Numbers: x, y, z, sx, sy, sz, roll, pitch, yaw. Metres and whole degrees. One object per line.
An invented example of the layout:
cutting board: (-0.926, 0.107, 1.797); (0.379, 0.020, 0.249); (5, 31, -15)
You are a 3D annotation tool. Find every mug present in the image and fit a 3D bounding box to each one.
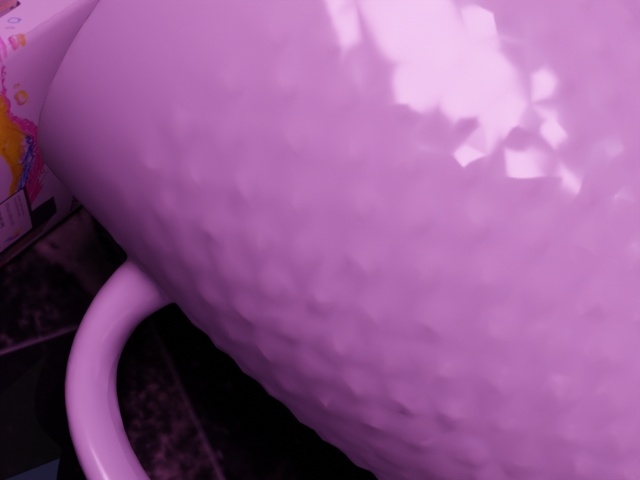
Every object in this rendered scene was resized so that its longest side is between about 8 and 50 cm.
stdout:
mug: (0.041, 0.018, 0.464); (0.374, 0.276, 0.328); (-44, 88, -2)

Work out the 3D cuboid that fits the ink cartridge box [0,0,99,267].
ink cartridge box: (-0.199, -0.076, 0.497); (0.117, 0.201, 0.278); (40, 57, 8)
